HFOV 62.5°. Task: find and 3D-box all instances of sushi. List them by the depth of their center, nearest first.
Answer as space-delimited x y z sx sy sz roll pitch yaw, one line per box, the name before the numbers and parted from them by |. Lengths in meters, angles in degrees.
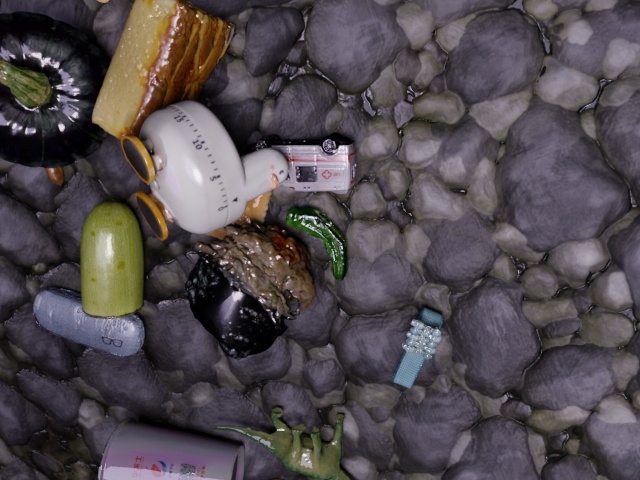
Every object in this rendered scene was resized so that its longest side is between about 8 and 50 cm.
sushi | -0.125 0.082 1.020 0.219 0.238 0.225 -42 57 13

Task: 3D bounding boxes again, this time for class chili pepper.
chili pepper | 0.006 -0.002 1.059 0.073 0.050 0.182 -37 96 13

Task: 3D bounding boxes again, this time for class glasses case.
glasses case | -0.542 0.189 1.234 0.283 0.067 0.109 16 106 8

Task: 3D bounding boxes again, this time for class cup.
cup | -0.331 0.529 1.222 0.289 0.203 0.202 4 106 6

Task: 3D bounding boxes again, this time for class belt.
belt | 0.191 0.224 1.050 0.065 0.100 0.179 21 111 12

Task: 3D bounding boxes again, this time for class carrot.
carrot | -0.604 -0.220 1.150 0.061 0.061 0.209 -8 108 16

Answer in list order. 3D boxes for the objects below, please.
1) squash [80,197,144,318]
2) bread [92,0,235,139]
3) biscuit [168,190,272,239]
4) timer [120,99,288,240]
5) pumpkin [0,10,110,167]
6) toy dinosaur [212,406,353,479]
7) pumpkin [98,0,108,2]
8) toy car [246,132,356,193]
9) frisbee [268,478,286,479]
squash | -0.451 0.032 1.136 0.133 0.132 0.246 7 107 12
bread | -0.290 -0.308 0.979 0.114 0.185 0.274 38 111 11
biscuit | -0.232 -0.085 1.103 0.250 0.030 0.160 20 108 7
timer | -0.203 -0.133 0.934 0.233 0.240 0.233 40 145 35
pumpkin | -0.528 -0.276 0.987 0.296 0.296 0.295 4 105 13
toy dinosaur | -0.019 0.530 1.198 0.448 0.087 0.300 2 112 15
pumpkin | -0.444 -0.508 1.043 0.050 0.028 0.083 -40 101 18
toy car | -0.036 -0.147 1.010 0.210 0.089 0.108 2 110 10
frisbee | -0.090 0.666 1.269 0.192 0.035 0.191 3 106 12
